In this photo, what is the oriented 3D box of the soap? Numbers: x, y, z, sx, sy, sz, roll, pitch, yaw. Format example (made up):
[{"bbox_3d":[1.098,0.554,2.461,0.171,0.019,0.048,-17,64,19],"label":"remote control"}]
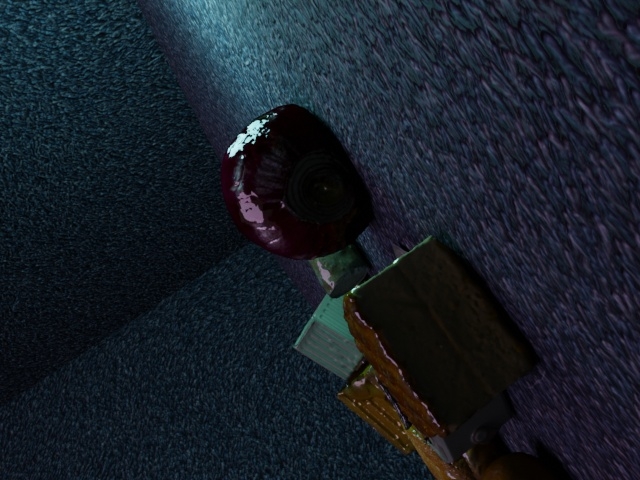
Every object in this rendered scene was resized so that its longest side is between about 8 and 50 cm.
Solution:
[{"bbox_3d":[0.213,0.464,2.342,0.281,0.143,0.259,43,147,3],"label":"soap"}]

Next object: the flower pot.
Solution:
[{"bbox_3d":[0.049,0.272,2.388,0.189,0.239,0.209,33,-157,0],"label":"flower pot"}]

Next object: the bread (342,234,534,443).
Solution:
[{"bbox_3d":[0.188,0.170,1.400,0.279,0.207,0.279,54,173,13],"label":"bread"}]

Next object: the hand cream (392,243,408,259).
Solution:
[{"bbox_3d":[0.192,0.095,1.679,0.194,0.042,0.067,65,171,-27],"label":"hand cream"}]

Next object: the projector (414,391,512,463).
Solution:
[{"bbox_3d":[0.262,0.311,1.632,0.163,0.177,0.242,47,169,50],"label":"projector"}]

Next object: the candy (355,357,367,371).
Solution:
[{"bbox_3d":[0.172,0.377,2.611,0.179,0.135,0.320,57,173,-15],"label":"candy"}]

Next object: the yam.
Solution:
[{"bbox_3d":[0.004,-0.018,2.081,0.330,0.133,0.133,62,172,3],"label":"yam"}]

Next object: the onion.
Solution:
[{"bbox_3d":[-0.064,-0.096,1.707,0.337,0.260,0.282,61,166,-27],"label":"onion"}]

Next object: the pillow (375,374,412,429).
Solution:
[{"bbox_3d":[0.220,0.297,1.781,0.141,0.208,0.055,59,146,-1],"label":"pillow"}]

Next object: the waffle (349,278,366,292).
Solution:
[{"bbox_3d":[0.000,0.000,2.320,0.382,0.095,0.379,55,171,-7],"label":"waffle"}]

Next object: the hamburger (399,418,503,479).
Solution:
[{"bbox_3d":[0.339,0.516,2.020,0.314,0.170,0.290,57,175,-13],"label":"hamburger"}]

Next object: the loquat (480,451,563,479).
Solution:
[{"bbox_3d":[0.405,0.515,1.613,0.234,0.176,0.187,37,-128,-53],"label":"loquat"}]
